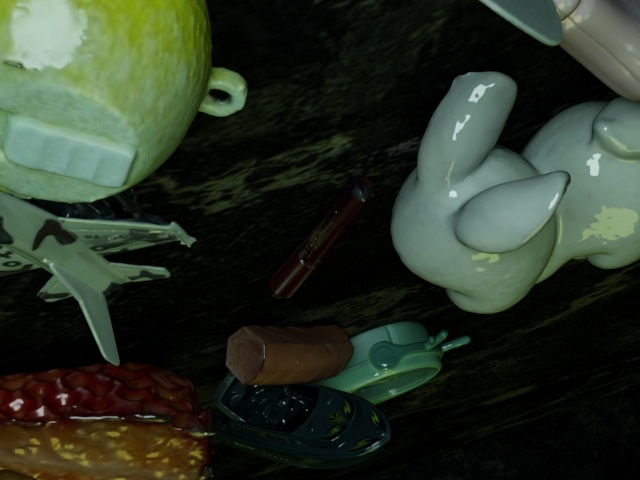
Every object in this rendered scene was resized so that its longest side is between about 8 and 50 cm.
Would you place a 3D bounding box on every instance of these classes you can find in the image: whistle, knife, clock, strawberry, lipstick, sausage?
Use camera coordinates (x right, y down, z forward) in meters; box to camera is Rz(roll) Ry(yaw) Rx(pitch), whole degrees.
[{"bbox_3d":[-0.132,-0.089,0.331,0.223,0.123,0.123,15,147,-19],"label":"whistle"},{"bbox_3d":[0.093,-0.122,0.428,0.335,0.081,0.043,6,146,-47],"label":"knife"},{"bbox_3d":[0.084,0.155,1.127,0.210,0.066,0.159,-27,157,21],"label":"clock"},{"bbox_3d":[-0.245,0.203,0.871,0.280,0.150,0.253,0,132,-9],"label":"strawberry"},{"bbox_3d":[0.000,0.000,0.733,0.027,0.027,0.176,-6,154,-29],"label":"lipstick"},{"bbox_3d":[-0.024,0.123,0.972,0.065,0.065,0.169,-33,154,34],"label":"sausage"}]

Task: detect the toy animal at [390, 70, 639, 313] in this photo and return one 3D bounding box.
[{"bbox_3d":[0.154,-0.035,0.631,0.193,0.128,0.178,-7,154,-24],"label":"toy animal"}]

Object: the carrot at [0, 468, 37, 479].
[{"bbox_3d":[-0.399,0.187,0.710,0.335,0.069,0.069,11,149,-17],"label":"carrot"}]

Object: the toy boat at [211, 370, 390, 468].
[{"bbox_3d":[-0.025,0.199,0.993,0.246,0.093,0.103,4,135,38],"label":"toy boat"}]

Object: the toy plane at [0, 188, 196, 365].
[{"bbox_3d":[-0.165,-0.009,0.522,0.159,0.082,0.234,-11,145,9],"label":"toy plane"}]
